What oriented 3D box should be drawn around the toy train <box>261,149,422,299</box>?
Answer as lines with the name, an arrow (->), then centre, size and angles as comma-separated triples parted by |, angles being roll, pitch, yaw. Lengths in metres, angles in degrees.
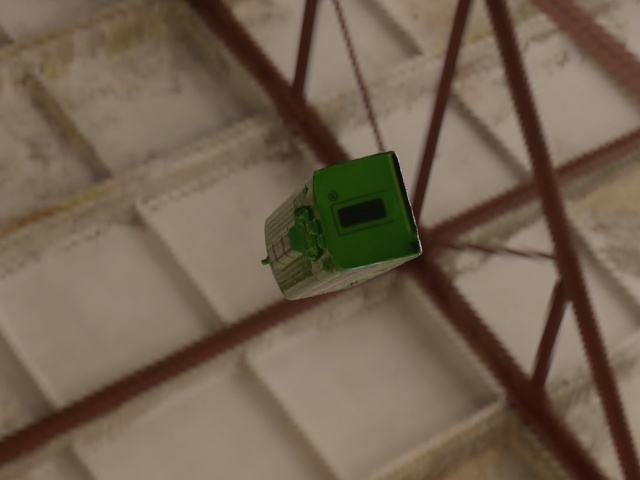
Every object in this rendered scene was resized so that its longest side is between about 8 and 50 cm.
toy train -> 0.000, 0.000, 0.813 | 0.042, 0.209, 0.044 | -13, -94, -10
